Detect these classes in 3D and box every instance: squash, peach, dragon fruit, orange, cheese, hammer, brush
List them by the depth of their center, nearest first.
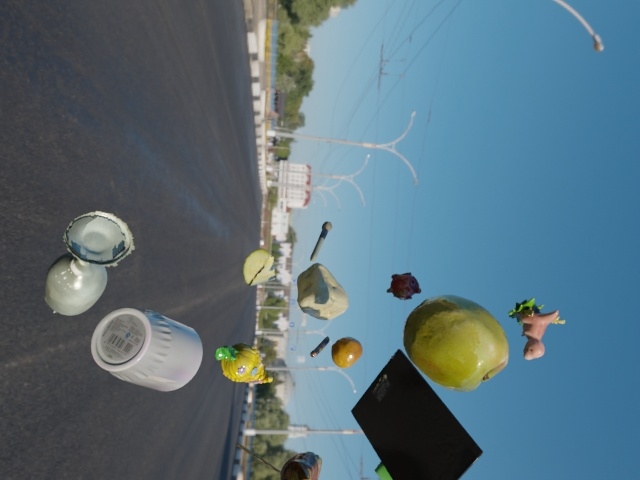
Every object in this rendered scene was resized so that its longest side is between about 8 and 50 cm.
[{"bbox_3d":[0.419,0.328,1.479,0.315,0.281,0.314,47,-40,17],"label":"peach"},{"bbox_3d":[0.000,0.000,1.738,0.042,0.039,0.299,-44,-170,28],"label":"brush"},{"bbox_3d":[0.329,0.172,1.782,0.068,0.126,0.112,146,-38,-65],"label":"dragon fruit"},{"bbox_3d":[-0.206,0.864,1.785,0.058,0.292,0.029,-44,152,-49],"label":"hammer"},{"bbox_3d":[-0.231,0.095,1.993,0.169,0.093,0.252,-54,165,14],"label":"squash"},{"bbox_3d":[0.008,0.263,2.040,0.173,0.248,0.251,-37,-163,16],"label":"cheese"},{"bbox_3d":[0.121,0.523,2.181,0.134,0.155,0.154,50,-18,10],"label":"orange"}]

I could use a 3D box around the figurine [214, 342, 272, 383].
[{"bbox_3d":[-0.184,0.308,1.149,0.095,0.115,0.156,-59,140,-25],"label":"figurine"}]

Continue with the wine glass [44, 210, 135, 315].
[{"bbox_3d":[-0.554,0.068,1.085,0.321,0.143,0.143,-41,-142,39],"label":"wine glass"}]

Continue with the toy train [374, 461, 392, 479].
[{"bbox_3d":[0.269,0.744,1.409,0.188,0.132,0.243,45,-8,36],"label":"toy train"}]

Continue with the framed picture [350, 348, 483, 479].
[{"bbox_3d":[0.231,0.493,1.209,0.255,0.014,0.338,-58,-138,17],"label":"framed picture"}]

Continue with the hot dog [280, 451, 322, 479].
[{"bbox_3d":[-0.060,0.619,1.195,0.261,0.093,0.123,49,46,-73],"label":"hot dog"}]

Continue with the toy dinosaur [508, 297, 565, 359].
[{"bbox_3d":[0.758,0.303,1.641,0.194,0.152,0.177,-39,-147,11],"label":"toy dinosaur"}]

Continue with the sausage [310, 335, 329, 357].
[{"bbox_3d":[0.000,0.398,1.734,0.198,0.025,0.028,-20,128,-71],"label":"sausage"}]

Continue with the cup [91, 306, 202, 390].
[{"bbox_3d":[-0.583,0.370,1.589,0.371,0.253,0.253,70,19,-66],"label":"cup"}]
